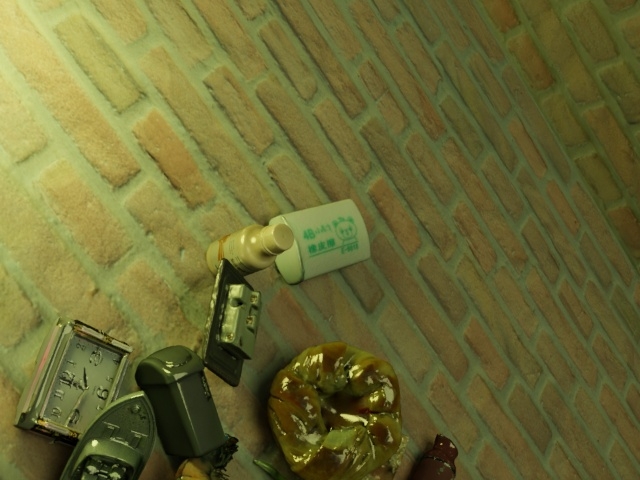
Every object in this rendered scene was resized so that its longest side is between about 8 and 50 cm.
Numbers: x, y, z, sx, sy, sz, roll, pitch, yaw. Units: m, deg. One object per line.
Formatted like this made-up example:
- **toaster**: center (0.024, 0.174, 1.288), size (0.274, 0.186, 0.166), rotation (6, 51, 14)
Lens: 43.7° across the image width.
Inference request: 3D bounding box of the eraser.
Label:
- **eraser**: center (0.000, 0.000, 2.193), size (0.290, 0.104, 0.189), rotation (-17, 84, -44)

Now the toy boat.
- **toy boat**: center (-0.414, 0.427, 1.566), size (0.141, 0.092, 0.319), rotation (24, 104, -19)

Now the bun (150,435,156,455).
- **bun**: center (-0.406, 0.413, 1.688), size (0.141, 0.083, 0.140), rotation (3, 90, -76)

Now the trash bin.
- **trash bin**: center (-0.310, 0.349, 1.745), size (0.101, 0.177, 0.236), rotation (-22, 94, -41)

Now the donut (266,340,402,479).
- **donut**: center (0.036, 0.429, 1.962), size (0.361, 0.170, 0.360), rotation (2, 71, -7)

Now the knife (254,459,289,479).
- **knife**: center (-0.095, 0.588, 1.965), size (0.184, 0.026, 0.022), rotation (44, 55, -27)

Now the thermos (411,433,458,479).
- **thermos**: center (0.316, 0.703, 2.232), size (0.136, 0.109, 0.330), rotation (33, 52, 1)

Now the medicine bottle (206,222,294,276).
- **medicine bottle**: center (-0.166, 0.021, 1.928), size (0.114, 0.252, 0.114), rotation (16, 65, -39)

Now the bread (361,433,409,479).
- **bread**: center (0.109, 0.592, 2.114), size (0.211, 0.224, 0.183), rotation (11, 70, 5)

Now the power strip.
- **power strip**: center (-0.193, 0.198, 1.873), size (0.251, 0.092, 0.256), rotation (76, 20, -69)

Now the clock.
- **clock**: center (-0.505, 0.302, 1.646), size (0.186, 0.083, 0.253), rotation (32, 57, -30)

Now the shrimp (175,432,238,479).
- **shrimp**: center (-0.193, 0.522, 1.755), size (0.222, 0.054, 0.290), rotation (26, 16, 4)
